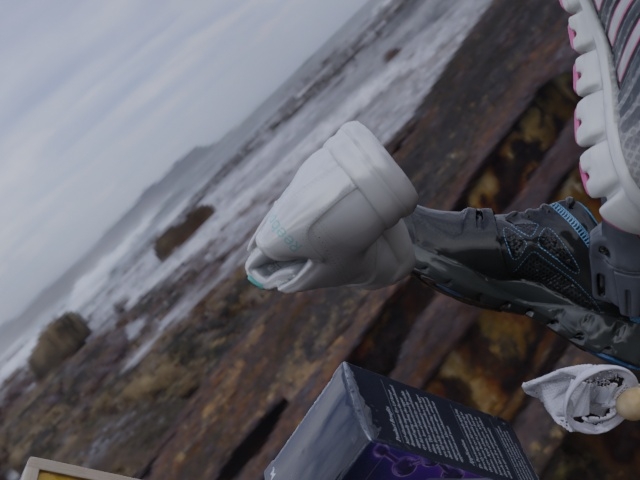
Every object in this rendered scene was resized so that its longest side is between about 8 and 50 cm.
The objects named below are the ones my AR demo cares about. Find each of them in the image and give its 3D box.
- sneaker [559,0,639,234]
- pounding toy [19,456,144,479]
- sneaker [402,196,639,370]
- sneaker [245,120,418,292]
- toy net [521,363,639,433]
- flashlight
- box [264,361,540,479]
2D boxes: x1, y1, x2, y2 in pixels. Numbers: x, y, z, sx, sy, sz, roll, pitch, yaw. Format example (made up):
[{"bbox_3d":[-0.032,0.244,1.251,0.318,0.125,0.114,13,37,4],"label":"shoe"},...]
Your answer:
[{"bbox_3d":[0.141,-0.090,0.393,0.075,0.063,0.170,-19,65,44],"label":"sneaker"},{"bbox_3d":[-0.198,0.266,0.829,0.141,0.130,0.100,-90,24,-43],"label":"pounding toy"},{"bbox_3d":[0.206,0.013,1.028,0.125,0.341,0.139,60,-128,-85],"label":"sneaker"},{"bbox_3d":[0.000,0.000,0.573,0.094,0.080,0.212,-38,-14,-5],"label":"sneaker"},{"bbox_3d":[0.252,0.113,0.693,0.232,0.122,0.045,-5,55,27],"label":"toy net"},{"bbox_3d":[0.286,-0.066,0.834,0.103,0.304,0.103,-31,40,-17],"label":"flashlight"},{"bbox_3d":[0.075,0.227,0.917,0.153,0.207,0.108,-58,27,23],"label":"box"}]
